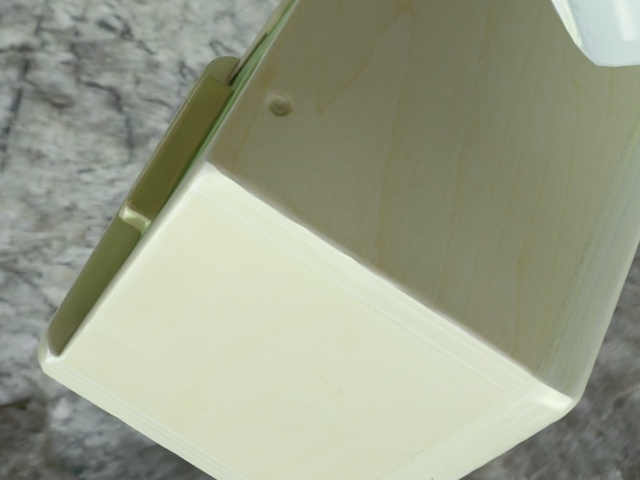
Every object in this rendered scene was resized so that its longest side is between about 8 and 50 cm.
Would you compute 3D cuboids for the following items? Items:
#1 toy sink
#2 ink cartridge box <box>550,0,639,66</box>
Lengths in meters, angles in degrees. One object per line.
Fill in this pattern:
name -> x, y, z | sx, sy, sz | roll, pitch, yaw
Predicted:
toy sink -> 0.000, 0.000, 0.528 | 0.131, 0.234, 0.153 | 33, -122, -7
ink cartridge box -> 0.260, -0.189, 0.349 | 0.385, 0.091, 0.308 | 1, -127, 29
